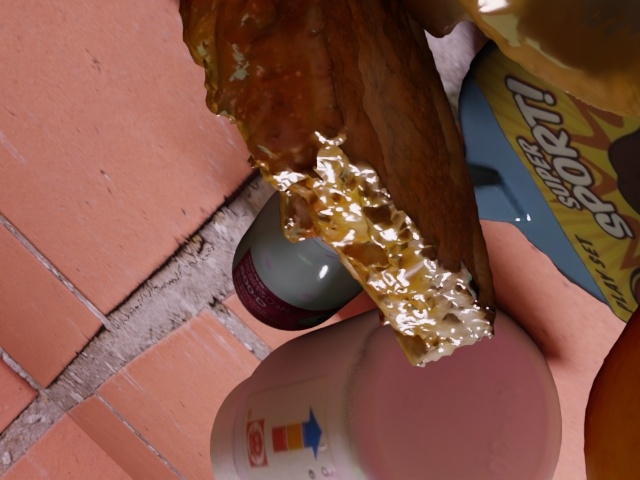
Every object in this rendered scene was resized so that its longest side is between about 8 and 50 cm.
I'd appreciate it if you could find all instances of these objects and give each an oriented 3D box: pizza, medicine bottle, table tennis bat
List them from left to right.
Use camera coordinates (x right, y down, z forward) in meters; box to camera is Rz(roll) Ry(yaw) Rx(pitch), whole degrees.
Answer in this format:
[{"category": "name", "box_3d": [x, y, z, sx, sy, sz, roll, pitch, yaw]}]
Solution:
[{"category": "pizza", "box_3d": [-0.006, -0.080, 0.579, 0.086, 0.226, 0.336, -16, 107, 19]}, {"category": "medicine bottle", "box_3d": [0.000, 0.000, 0.888, 0.090, 0.090, 0.217, 44, 160, 0]}, {"category": "medicine bottle", "box_3d": [0.030, 0.142, 0.959, 0.170, 0.170, 0.293, 47, 152, -9]}, {"category": "table tennis bat", "box_3d": [0.140, -0.026, 0.651, 0.329, 0.044, 0.215, 8, 139, 56]}]

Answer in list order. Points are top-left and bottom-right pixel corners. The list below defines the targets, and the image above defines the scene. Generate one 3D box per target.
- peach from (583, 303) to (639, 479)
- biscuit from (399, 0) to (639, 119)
[{"category": "peach", "box_3d": [0.238, 0.108, 0.402, 0.289, 0.288, 0.308, 101, 147, -66]}, {"category": "biscuit", "box_3d": [0.099, -0.131, 0.445, 0.274, 0.091, 0.213, 27, 156, 44]}]
